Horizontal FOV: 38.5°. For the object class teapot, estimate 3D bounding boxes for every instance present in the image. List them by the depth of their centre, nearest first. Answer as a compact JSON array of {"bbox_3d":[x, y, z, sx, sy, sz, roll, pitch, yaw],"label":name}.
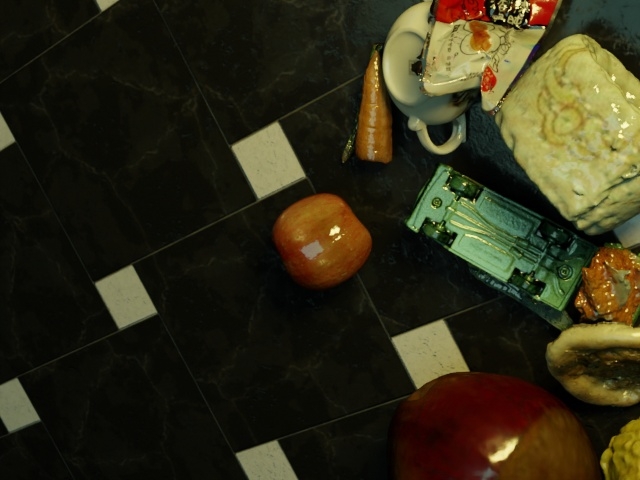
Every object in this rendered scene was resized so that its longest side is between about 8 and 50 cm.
[{"bbox_3d":[0.197,-0.291,1.565,0.204,0.139,0.298,26,122,44],"label":"teapot"}]

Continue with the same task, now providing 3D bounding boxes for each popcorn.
[{"bbox_3d":[0.600,0.418,1.593,0.203,0.226,0.200,21,109,-31],"label":"popcorn"}]

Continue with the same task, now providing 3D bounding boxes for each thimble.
[{"bbox_3d":[0.422,-0.156,1.421,0.291,0.291,0.195,49,119,2],"label":"thimble"}]

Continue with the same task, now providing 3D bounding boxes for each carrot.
[{"bbox_3d":[0.096,-0.241,1.656,0.072,0.072,0.205,7,110,22],"label":"carrot"}]

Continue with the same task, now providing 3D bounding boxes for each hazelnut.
[{"bbox_3d":[0.311,0.437,1.638,0.402,0.402,0.429,-15,102,27],"label":"hazelnut"}]

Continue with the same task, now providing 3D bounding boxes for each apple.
[{"bbox_3d":[0.000,0.000,1.726,0.168,0.181,0.181,-38,90,6],"label":"apple"}]

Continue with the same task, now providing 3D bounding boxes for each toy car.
[{"bbox_3d":[0.314,-0.006,1.614,0.320,0.097,0.141,29,101,4],"label":"toy car"}]

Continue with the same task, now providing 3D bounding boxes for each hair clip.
[{"bbox_3d":[0.369,0.092,1.669,0.229,0.036,0.066,37,113,15],"label":"hair clip"}]

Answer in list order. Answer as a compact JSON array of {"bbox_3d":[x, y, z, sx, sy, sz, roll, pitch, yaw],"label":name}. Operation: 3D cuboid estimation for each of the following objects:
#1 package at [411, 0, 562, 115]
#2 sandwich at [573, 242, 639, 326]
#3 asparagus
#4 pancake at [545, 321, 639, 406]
[{"bbox_3d":[0.258,-0.325,1.438,0.194,0.269,0.071,22,157,1],"label":"package"},{"bbox_3d":[0.493,0.104,1.550,0.109,0.160,0.185,23,119,24],"label":"sandwich"},{"bbox_3d":[0.078,-0.251,1.691,0.023,0.022,0.233,5,114,-25],"label":"asparagus"},{"bbox_3d":[0.527,0.214,1.563,0.282,0.049,0.282,7,147,4],"label":"pancake"}]
